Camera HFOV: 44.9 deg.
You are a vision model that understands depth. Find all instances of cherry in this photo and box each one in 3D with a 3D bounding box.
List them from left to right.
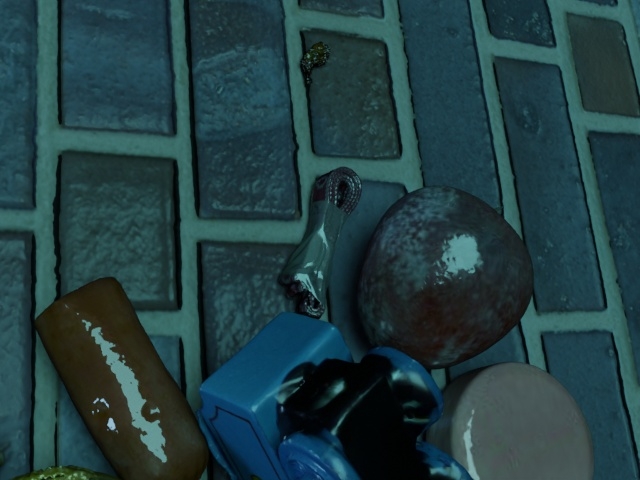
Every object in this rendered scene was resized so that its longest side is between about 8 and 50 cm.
[{"bbox_3d":[0.174,0.043,1.060,0.236,0.213,0.285,43,70,4],"label":"cherry"}]

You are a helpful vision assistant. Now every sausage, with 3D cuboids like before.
[{"bbox_3d":[-0.224,0.176,0.892,0.113,0.113,0.259,-28,84,-29],"label":"sausage"}]

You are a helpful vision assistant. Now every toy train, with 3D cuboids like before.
[{"bbox_3d":[0.017,0.249,0.870,0.188,0.265,0.300,-41,122,-32],"label":"toy train"}]

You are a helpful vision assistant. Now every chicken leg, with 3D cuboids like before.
[{"bbox_3d":[-0.012,-0.276,1.192,0.036,0.021,0.083,40,61,-18],"label":"chicken leg"}]

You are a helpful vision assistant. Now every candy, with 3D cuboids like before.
[{"bbox_3d":[0.268,0.300,1.081,0.255,0.094,0.255,8,69,-23],"label":"candy"}]

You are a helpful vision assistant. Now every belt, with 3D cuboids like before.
[{"bbox_3d":[0.000,0.000,1.086,0.071,0.053,0.232,26,64,-23],"label":"belt"}]

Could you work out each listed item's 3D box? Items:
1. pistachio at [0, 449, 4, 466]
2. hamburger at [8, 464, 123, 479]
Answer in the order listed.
[{"bbox_3d":[-0.447,0.178,0.726,0.318,0.213,0.194,39,46,-37],"label":"pistachio"},{"bbox_3d":[-0.268,0.381,0.772,0.318,0.158,0.319,7,71,-22],"label":"hamburger"}]
